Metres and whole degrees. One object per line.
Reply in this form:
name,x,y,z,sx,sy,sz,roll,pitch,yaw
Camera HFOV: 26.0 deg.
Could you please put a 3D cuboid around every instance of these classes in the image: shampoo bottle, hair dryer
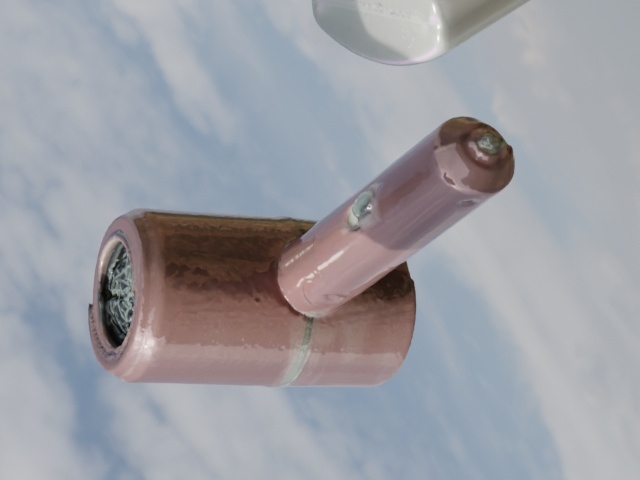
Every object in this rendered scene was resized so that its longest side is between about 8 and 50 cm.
shampoo bottle,0.098,-0.156,0.689,0.227,0.086,0.056,-36,-50,-35
hair dryer,0.000,0.000,0.909,0.210,0.352,0.125,4,-114,-28
